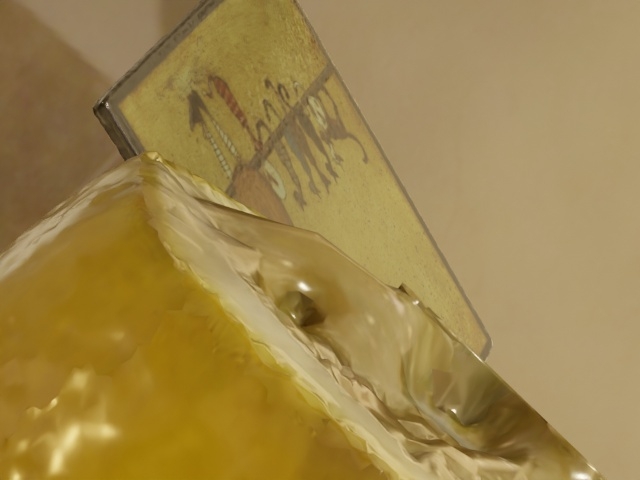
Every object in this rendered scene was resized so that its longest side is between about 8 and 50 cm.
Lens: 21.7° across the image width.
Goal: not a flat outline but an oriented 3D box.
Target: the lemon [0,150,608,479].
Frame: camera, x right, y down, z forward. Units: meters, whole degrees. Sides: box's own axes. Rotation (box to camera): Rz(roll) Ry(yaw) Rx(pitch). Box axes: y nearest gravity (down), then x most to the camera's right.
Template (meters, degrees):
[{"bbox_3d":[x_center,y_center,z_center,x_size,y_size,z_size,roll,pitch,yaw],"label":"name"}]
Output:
[{"bbox_3d":[-0.053,0.168,0.698,0.364,0.364,0.364,14,56,-23],"label":"lemon"}]

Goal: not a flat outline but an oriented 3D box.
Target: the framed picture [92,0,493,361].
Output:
[{"bbox_3d":[0.000,0.000,1.072,0.339,0.014,0.255,60,33,-17],"label":"framed picture"}]
